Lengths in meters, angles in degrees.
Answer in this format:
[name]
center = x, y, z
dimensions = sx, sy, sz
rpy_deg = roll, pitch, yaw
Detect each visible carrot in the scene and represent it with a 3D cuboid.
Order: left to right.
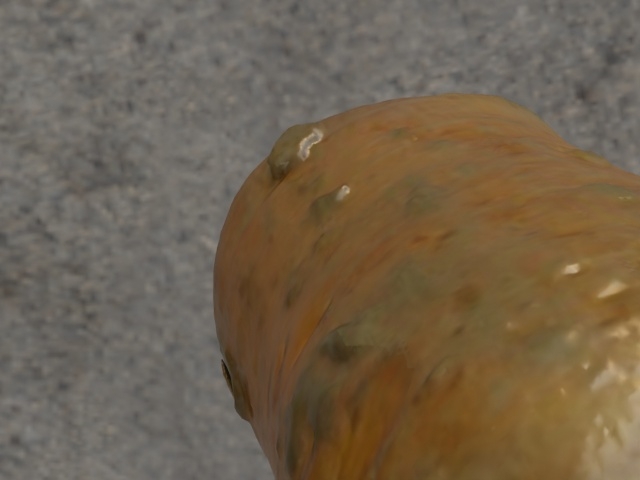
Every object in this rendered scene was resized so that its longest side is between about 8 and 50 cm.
[carrot]
center = 0.089, 0.076, 0.615
dimensions = 0.224, 0.340, 0.224
rpy_deg = -8, 118, -14
